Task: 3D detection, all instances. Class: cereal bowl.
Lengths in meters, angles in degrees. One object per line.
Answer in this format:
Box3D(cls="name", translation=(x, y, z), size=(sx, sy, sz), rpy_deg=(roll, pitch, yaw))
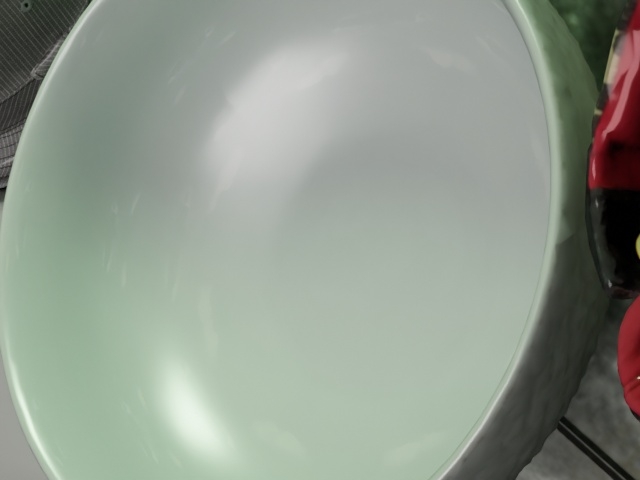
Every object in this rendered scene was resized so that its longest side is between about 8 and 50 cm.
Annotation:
Box3D(cls="cereal bowl", translation=(0.000, 0.000, 0.689), size=(0.339, 0.141, 0.339), rpy_deg=(-9, 75, 36))

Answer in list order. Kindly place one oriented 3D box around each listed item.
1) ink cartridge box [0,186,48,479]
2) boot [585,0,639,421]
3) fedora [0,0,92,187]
Box3D(cls="ink cartridge box", translation=(-0.227, 0.060, 0.974), size=(0.273, 0.115, 0.198), rpy_deg=(-1, 105, 42))
Box3D(cls="boot", translation=(0.229, 0.034, 0.439), size=(0.138, 0.284, 0.377), rpy_deg=(-125, 37, -64))
Box3D(cls="fedora", translation=(-0.235, -0.161, 0.840), size=(0.275, 0.124, 0.243), rpy_deg=(-38, 77, 22))
